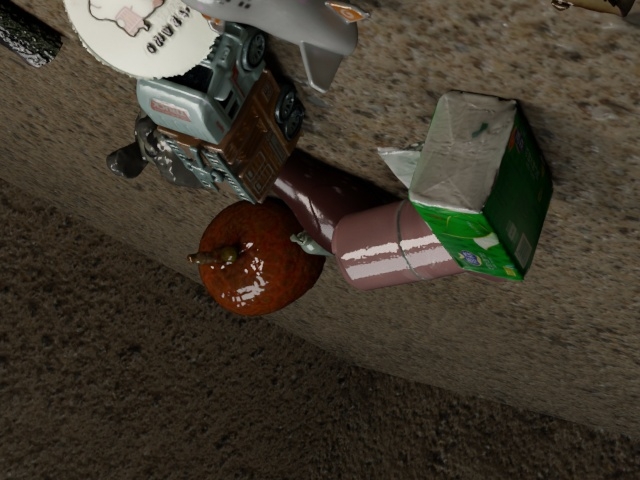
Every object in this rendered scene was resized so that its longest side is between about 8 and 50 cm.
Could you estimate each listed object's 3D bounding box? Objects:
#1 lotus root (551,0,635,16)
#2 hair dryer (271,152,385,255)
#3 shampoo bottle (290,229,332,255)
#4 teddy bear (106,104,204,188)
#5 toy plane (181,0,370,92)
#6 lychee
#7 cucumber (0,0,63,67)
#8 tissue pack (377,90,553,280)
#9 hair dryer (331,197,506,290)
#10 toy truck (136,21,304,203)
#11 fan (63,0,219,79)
[{"bbox_3d":[0.110,-0.254,0.663,0.170,0.074,0.260,13,165,41],"label":"lotus root"},{"bbox_3d":[-0.015,-0.069,1.642,0.312,0.123,0.340,36,177,-6],"label":"hair dryer"},{"bbox_3d":[0.000,0.000,1.789,0.056,0.056,0.195,15,-176,34],"label":"shampoo bottle"},{"bbox_3d":[-0.249,-0.164,1.488,0.251,0.171,0.144,16,133,45],"label":"teddy bear"},{"bbox_3d":[-0.067,-0.248,0.902,0.244,0.117,0.245,23,169,5],"label":"toy plane"},{"bbox_3d":[-0.129,0.030,1.878,0.255,0.255,0.300,11,172,44],"label":"lychee"},{"bbox_3d":[-0.508,-0.350,1.406,0.245,0.067,0.067,35,163,-33],"label":"cucumber"},{"bbox_3d":[0.176,-0.066,1.132,0.156,0.148,0.209,14,164,31],"label":"tissue pack"},{"bbox_3d":[0.198,0.025,1.474,0.210,0.125,0.352,-14,160,34],"label":"hair dryer"},{"bbox_3d":[-0.133,-0.169,1.232,0.136,0.162,0.305,20,166,18],"label":"toy truck"},{"bbox_3d":[-0.254,-0.310,1.028,0.329,0.009,0.191,44,125,-14],"label":"fan"}]
